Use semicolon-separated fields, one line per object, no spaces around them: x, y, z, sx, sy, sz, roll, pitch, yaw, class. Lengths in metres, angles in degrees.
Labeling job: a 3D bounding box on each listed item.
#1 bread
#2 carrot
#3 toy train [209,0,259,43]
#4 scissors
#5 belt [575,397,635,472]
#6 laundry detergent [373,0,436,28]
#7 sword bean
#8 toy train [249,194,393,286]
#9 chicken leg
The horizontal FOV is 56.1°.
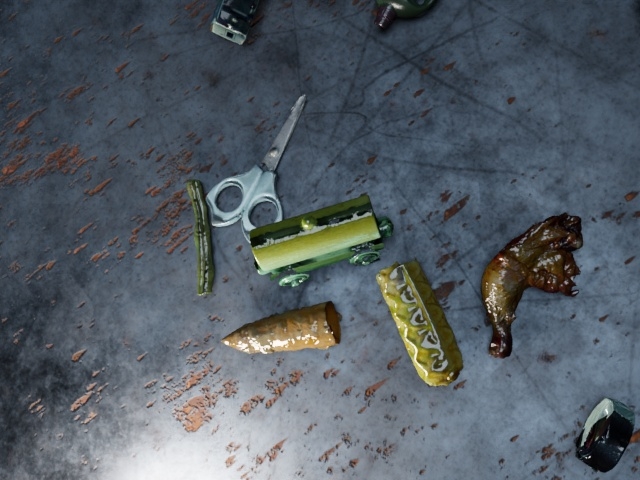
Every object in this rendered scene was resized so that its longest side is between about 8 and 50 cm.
0.206;0.169;1.232;0.087;0.098;0.270;-33;75;43;bread
-0.088;0.195;1.274;0.262;0.102;0.102;-12;81;11;carrot
-0.150;-0.665;1.399;0.086;0.089;0.410;20;84;-15;toy train
-0.117;-0.173;1.358;0.191;0.029;0.361;26;88;13;scissors
0.542;0.370;1.141;0.058;0.105;0.140;30;82;8;belt
0.197;-0.564;1.336;0.144;0.078;0.222;27;87;7;laundry detergent
-0.271;-0.011;1.360;0.043;0.038;0.270;-5;81;-17;sword bean
0.002;0.007;1.233;0.307;0.189;0.127;-16;78;6;toy train
0.420;0.082;1.217;0.322;0.083;0.177;-43;93;-1;chicken leg
